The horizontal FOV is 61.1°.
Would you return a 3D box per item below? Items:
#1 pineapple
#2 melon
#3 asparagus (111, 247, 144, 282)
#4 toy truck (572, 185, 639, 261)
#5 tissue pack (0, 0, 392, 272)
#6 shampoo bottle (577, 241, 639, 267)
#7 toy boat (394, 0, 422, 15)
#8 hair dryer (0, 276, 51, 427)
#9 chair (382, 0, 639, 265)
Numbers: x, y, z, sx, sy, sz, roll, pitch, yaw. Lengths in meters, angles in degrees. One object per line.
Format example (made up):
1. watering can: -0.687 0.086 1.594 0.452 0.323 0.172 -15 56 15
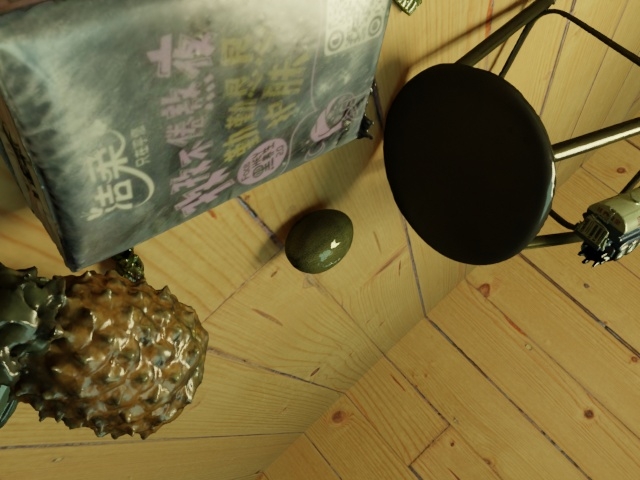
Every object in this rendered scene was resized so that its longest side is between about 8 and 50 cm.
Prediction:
1. pineapple: -0.264 0.079 0.481 0.169 0.169 0.340 -47 138 7
2. melon: 0.000 0.000 0.914 0.130 0.098 0.098 -35 156 -21
3. asparagus: -0.231 0.015 0.638 0.036 0.030 0.165 -44 160 -28
4. toy truck: 0.453 -0.035 0.804 0.201 0.074 0.088 -17 138 -32
5. tissue pack: -0.095 -0.146 0.482 0.361 0.122 0.259 -30 152 -27
6. shampoo bottle: 0.509 -0.007 0.912 0.183 0.050 0.087 -23 179 -24
7. toy boat: 0.133 -0.337 0.663 0.115 0.016 0.063 -52 157 18
8. hair dryer: -0.332 0.133 0.635 0.219 0.088 0.225 -57 168 20
9. chair: 0.346 -0.172 0.904 0.410 0.364 0.362 -23 150 -32
